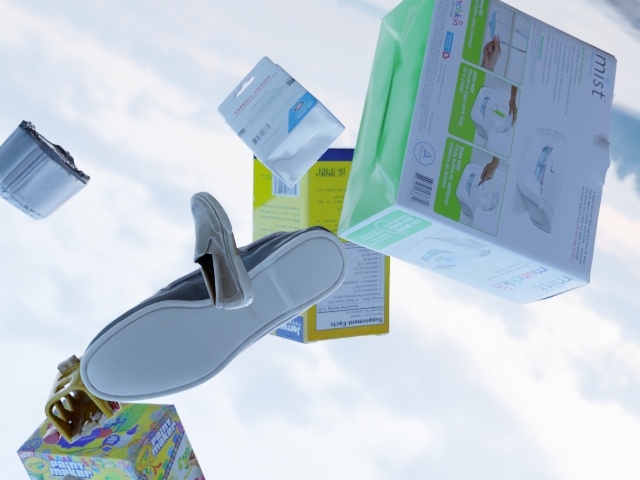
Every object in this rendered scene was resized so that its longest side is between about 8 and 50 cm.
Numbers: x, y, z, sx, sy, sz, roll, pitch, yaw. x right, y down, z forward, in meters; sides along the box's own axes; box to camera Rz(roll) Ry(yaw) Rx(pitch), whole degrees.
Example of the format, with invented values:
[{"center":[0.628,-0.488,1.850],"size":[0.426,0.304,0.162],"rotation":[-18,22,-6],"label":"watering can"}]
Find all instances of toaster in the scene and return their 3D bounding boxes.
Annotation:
[{"center":[-0.596,-0.142,2.414],"size":[0.129,0.146,0.227],"rotation":[45,180,28],"label":"toaster"}]

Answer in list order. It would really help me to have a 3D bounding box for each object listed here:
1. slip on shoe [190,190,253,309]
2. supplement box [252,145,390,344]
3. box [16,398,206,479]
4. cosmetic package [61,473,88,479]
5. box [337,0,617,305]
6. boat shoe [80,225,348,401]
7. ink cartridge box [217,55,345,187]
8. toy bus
[{"center":[-0.113,0.011,1.211],"size":[0.041,0.051,0.135],"rotation":[-13,-107,-30],"label":"slip on shoe"},{"center":[0.000,0.000,2.191],"size":[0.194,0.357,0.195],"rotation":[-2,-175,-35],"label":"supplement box"},{"center":[-0.408,0.485,2.362],"size":[0.289,0.279,0.177],"rotation":[-2,-150,30],"label":"box"},{"center":[-0.383,0.534,1.770],"size":[0.113,0.310,0.160],"rotation":[16,-156,11],"label":"cosmetic package"},{"center":[0.166,-0.099,1.182],"size":[0.231,0.262,0.126],"rotation":[20,157,-22],"label":"box"},{"center":[-0.122,0.084,1.348],"size":[0.112,0.335,0.095],"rotation":[65,167,-13],"label":"boat shoe"},{"center":[-0.054,-0.156,1.489],"size":[0.060,0.104,0.180],"rotation":[40,-174,-36],"label":"ink cartridge box"},{"center":[-0.398,0.244,1.959],"size":[0.202,0.191,0.104],"rotation":[-11,121,50],"label":"toy bus"}]
